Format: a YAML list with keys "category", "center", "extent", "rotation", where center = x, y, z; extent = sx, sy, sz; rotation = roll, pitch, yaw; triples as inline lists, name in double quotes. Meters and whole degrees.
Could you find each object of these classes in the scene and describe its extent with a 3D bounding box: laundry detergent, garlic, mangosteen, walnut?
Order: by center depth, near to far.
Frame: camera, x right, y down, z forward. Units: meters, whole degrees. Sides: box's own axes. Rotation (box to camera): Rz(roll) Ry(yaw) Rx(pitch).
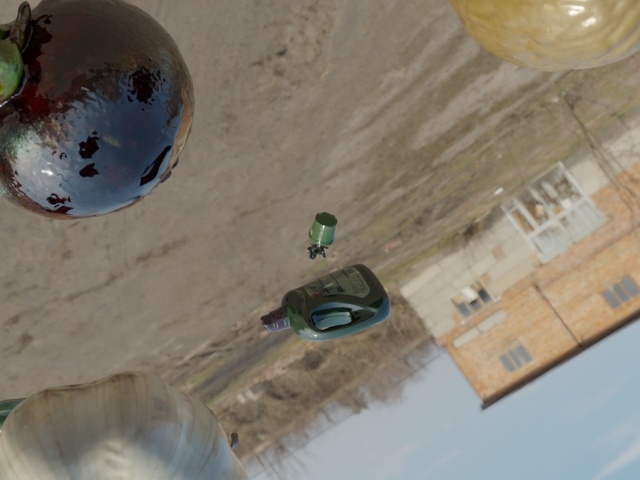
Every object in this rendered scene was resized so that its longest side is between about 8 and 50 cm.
- category: "garlic"
  center: [-0.164, 0.166, 0.576]
  extent: [0.199, 0.199, 0.226]
  rotation: [-34, -154, -2]
- category: "walnut"
  center: [0.264, -0.316, 0.720]
  extent: [0.333, 0.333, 0.333]
  rotation: [-33, 171, -6]
- category: "mangosteen"
  center: [-0.335, -0.195, 0.945]
  extent: [0.306, 0.306, 0.359]
  rotation: [-36, 126, 11]
- category: "laundry detergent"
  center: [0.004, 0.123, 1.301]
  extent: [0.222, 0.144, 0.078]
  rotation: [-19, 132, -16]

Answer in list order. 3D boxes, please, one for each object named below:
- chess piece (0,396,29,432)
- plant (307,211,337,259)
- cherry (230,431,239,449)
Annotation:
- category: "chess piece"
  center: [-0.568, 0.452, 1.393]
  extent: [0.195, 0.299, 0.194]
  rotation: [-7, 171, -1]
- category: "plant"
  center: [0.000, 0.000, 1.297]
  extent: [0.051, 0.051, 0.102]
  rotation: [-27, 146, -39]
- category: "cherry"
  center: [-0.188, 0.279, 0.768]
  extent: [0.148, 0.115, 0.188]
  rotation: [-68, 171, 16]
